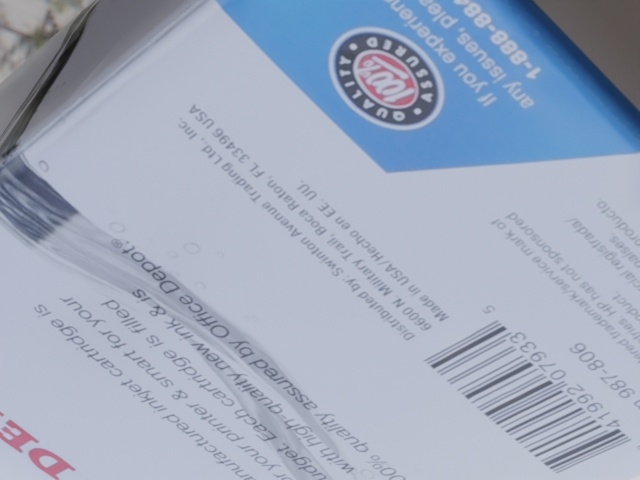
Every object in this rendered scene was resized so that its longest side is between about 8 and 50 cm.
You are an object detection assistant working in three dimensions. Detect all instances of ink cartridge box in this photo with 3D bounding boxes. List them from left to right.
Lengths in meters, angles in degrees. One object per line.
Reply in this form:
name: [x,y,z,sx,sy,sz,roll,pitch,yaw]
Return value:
ink cartridge box: [0.000,0.000,0.739,0.285,0.166,0.395,42,129,-20]
